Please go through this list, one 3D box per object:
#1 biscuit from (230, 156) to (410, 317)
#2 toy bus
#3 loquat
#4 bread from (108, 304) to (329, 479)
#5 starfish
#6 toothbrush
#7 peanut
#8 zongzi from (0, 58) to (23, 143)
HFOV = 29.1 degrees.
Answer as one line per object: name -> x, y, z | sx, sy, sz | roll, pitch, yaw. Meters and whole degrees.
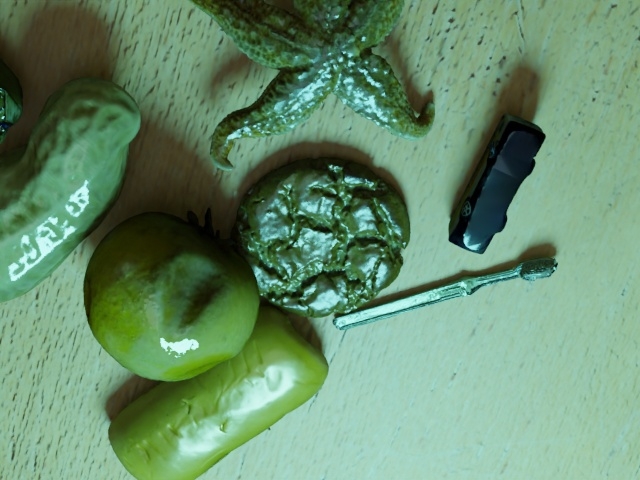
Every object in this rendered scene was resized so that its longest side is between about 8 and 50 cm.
biscuit -> 0.000, 0.000, 1.512 | 0.225, 0.042, 0.226 | 0, 113, -1
toy bus -> 0.207, -0.069, 1.464 | 0.057, 0.072, 0.172 | 21, 114, -7
loquat -> -0.175, 0.064, 1.452 | 0.213, 0.213, 0.213 | 0, 114, 0
bread -> -0.134, 0.213, 1.582 | 0.305, 0.091, 0.142 | -38, 103, 15
starfish -> 0.006, -0.220, 1.388 | 0.375, 0.094, 0.327 | -40, 106, 11
toothbrush -> 0.155, 0.067, 1.552 | 0.294, 0.028, 0.026 | -15, 112, 12
peanut -> -0.324, -0.057, 1.437 | 0.153, 0.140, 0.325 | 40, 107, 1
zongzi -> -0.426, -0.266, 1.357 | 0.260, 0.123, 0.289 | 20, 108, -13
